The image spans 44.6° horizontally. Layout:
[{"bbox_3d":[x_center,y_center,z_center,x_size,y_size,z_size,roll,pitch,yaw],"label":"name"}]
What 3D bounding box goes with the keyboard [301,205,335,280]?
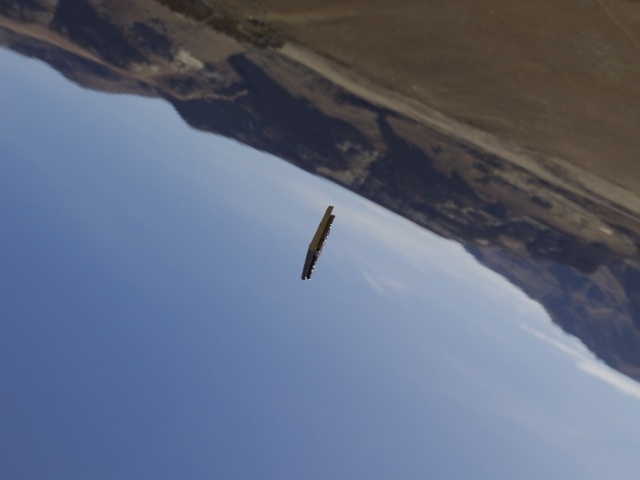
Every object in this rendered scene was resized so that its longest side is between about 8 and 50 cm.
[{"bbox_3d":[0.000,0.000,1.135,0.017,0.055,0.166,15,-155,4],"label":"keyboard"}]
